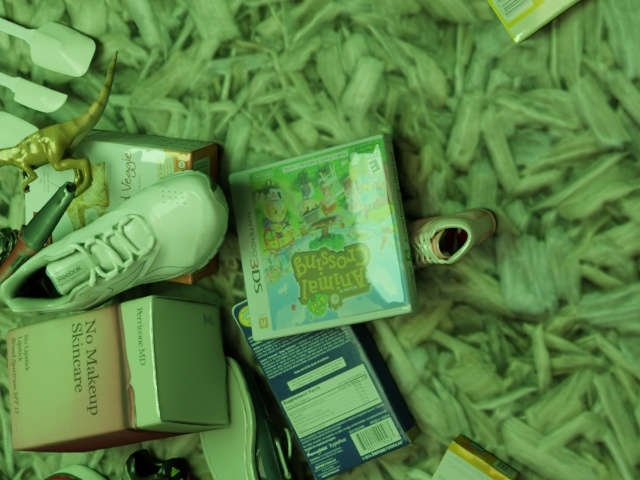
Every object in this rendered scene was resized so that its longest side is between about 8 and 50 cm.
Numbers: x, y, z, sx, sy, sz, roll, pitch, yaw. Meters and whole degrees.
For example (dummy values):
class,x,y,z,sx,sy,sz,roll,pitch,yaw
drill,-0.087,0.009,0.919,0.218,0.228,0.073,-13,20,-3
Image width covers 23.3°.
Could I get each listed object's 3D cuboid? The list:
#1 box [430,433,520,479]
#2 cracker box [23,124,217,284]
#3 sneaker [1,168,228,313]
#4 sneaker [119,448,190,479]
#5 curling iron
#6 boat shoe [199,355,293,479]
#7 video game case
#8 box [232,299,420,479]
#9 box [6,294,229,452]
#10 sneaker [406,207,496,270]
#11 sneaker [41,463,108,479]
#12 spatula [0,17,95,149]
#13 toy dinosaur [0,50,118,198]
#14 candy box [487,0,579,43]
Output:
class,x,y,z,sx,sy,sz,roll,pitch,yaw
box,0.156,0.292,1.732,0.081,0.028,0.136,33,118,15
cracker box,-0.234,-0.045,1.814,0.232,0.067,0.156,8,106,25
sneaker,-0.225,0.018,1.715,0.297,0.129,0.111,-30,88,29
sneaker,-0.174,0.304,1.878,0.170,0.063,0.075,21,118,25
curling iron,-0.336,-0.013,1.783,0.274,0.035,0.068,-33,68,58
boat shoe,-0.072,0.257,1.801,0.095,0.079,0.254,-35,65,40
video game case,0.000,0.000,1.699,0.212,0.023,0.193,-13,83,33
box,0.004,0.148,1.763,0.136,0.036,0.225,-27,90,29
box,-0.237,0.159,1.805,0.232,0.127,0.149,-15,74,33
sneaker,0.116,0.003,1.651,0.134,0.070,0.051,-20,96,30
sneaker,-0.249,0.379,1.904,0.279,0.118,0.107,22,113,20
spatula,-0.390,-0.200,1.847,0.242,0.019,0.168,23,90,27
toy dinosaur,-0.291,-0.108,1.745,0.211,0.064,0.112,-28,107,9
candy box,0.183,-0.311,1.557,0.105,0.027,0.206,-34,87,27
